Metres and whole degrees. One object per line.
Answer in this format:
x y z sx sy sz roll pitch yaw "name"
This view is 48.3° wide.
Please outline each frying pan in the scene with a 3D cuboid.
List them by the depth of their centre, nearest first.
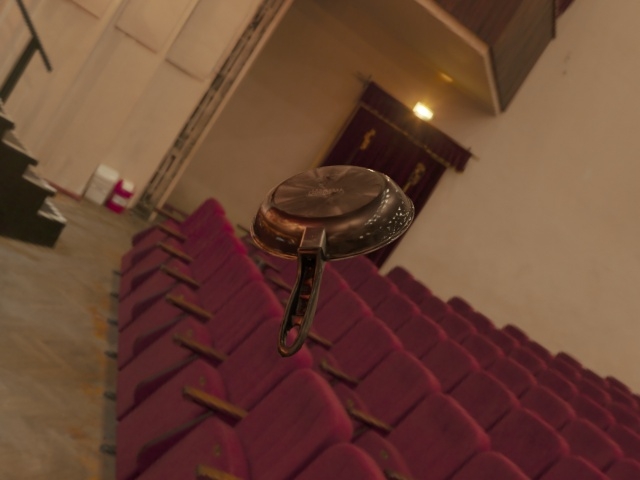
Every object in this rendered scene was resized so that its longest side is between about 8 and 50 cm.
-0.023 -0.007 0.803 0.197 0.053 0.326 12 36 32 "frying pan"
